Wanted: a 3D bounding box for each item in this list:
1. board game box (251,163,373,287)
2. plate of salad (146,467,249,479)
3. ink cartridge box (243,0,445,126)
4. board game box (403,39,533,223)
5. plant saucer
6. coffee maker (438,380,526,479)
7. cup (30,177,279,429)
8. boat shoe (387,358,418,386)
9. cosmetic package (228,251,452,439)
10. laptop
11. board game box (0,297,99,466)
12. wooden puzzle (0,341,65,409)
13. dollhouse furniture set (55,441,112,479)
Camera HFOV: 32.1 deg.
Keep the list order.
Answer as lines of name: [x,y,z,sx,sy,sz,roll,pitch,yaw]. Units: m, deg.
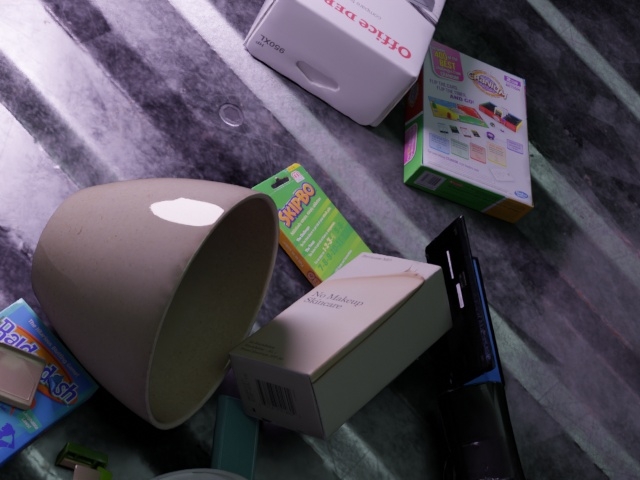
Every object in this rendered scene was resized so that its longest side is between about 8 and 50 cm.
board game box: [0.000,0.000,1.795,0.124,0.039,0.259,-33,84,-42]
plate of salad: [-0.171,0.349,1.395,0.200,0.200,0.048,-26,119,-40]
ink cartridge box: [0.069,-0.443,2.034,0.285,0.166,0.395,30,50,-11]
board game box: [0.275,-0.209,2.080,0.242,0.064,0.316,19,53,-20]
plant saucer: [-0.118,0.304,1.539,0.067,0.018,0.192,19,54,-21]
coffee maker: [0.249,0.304,1.664,0.120,0.171,0.178,-3,60,-14]
cup: [-0.235,0.050,1.465,0.237,0.331,0.331,22,47,15]
boat shoe: [0.126,0.160,1.758,0.233,0.084,0.079,-36,121,-48]
cosmetic package: [0.035,0.142,1.598,0.309,0.160,0.113,-37,124,-40]
laptop: [0.254,0.105,1.741,0.137,0.264,0.234,-6,74,-16]
board game box: [-0.411,0.192,1.409,0.160,0.047,0.210,47,48,3]
wooden puzzle: [-0.387,0.170,1.397,0.116,0.014,0.078,31,54,-12]
dollhouse furniture set: [-0.302,0.325,1.374,0.059,0.076,0.151,22,42,-21]
